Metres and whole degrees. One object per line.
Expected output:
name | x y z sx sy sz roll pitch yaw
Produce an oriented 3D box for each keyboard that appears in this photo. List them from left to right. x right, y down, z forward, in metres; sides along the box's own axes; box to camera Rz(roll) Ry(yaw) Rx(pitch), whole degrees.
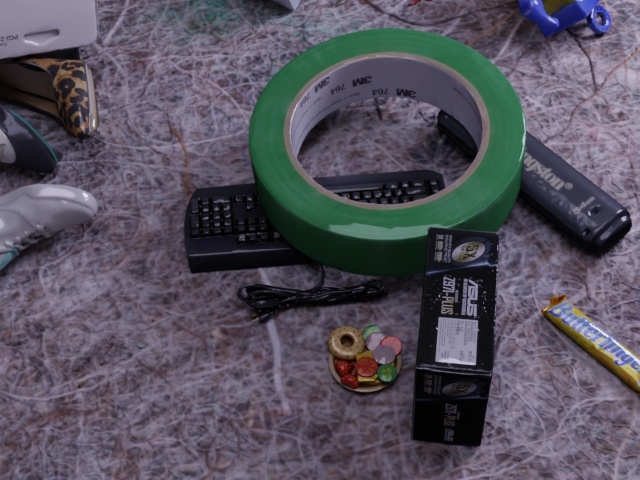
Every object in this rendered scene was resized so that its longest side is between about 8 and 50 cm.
keyboard | 0.000 0.000 1.519 0.317 0.033 0.202 -6 53 -2

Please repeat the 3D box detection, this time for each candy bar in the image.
candy bar | 0.311 0.115 1.433 0.040 0.018 0.161 -36 61 -23

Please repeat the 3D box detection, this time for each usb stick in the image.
usb stick | 0.254 -0.087 1.570 0.077 0.045 0.278 -34 60 -23

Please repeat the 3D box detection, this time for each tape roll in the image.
tape roll | 0.078 -0.109 1.524 0.321 0.077 0.321 -2 54 2

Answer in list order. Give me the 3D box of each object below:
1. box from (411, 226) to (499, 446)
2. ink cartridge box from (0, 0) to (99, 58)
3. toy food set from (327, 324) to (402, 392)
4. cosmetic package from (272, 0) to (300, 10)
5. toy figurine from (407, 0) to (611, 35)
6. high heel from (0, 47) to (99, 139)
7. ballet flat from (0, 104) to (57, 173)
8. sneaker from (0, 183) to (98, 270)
box | 0.142 0.101 1.366 0.077 0.147 0.180 5 52 5
ink cartridge box | -0.398 -0.315 1.666 0.158 0.092 0.218 -15 34 -27
toy food set | 0.050 0.129 1.426 0.082 0.020 0.083 -3 53 -1
cosmetic package | -0.124 -0.526 1.823 0.377 0.097 0.284 28 82 21
toy figurine | 0.315 -0.368 1.759 0.217 0.191 0.362 46 54 -4
high heel | -0.378 -0.182 1.617 0.186 0.093 0.261 -11 38 -14
ballet flat | -0.412 -0.144 1.584 0.203 0.074 0.074 47 64 3
sneaker | -0.363 -0.007 1.514 0.212 0.080 0.094 -7 64 4
